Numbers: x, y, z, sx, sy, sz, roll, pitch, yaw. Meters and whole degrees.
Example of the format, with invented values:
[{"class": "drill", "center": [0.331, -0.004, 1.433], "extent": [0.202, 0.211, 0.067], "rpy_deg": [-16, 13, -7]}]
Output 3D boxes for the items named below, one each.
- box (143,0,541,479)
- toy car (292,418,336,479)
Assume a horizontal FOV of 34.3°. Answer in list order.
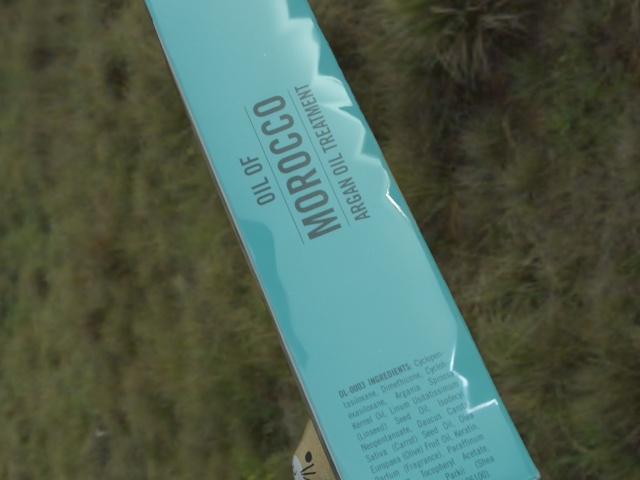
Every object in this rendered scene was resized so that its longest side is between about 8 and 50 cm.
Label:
[{"class": "box", "center": [0.000, 0.000, 0.409], "extent": [0.100, 0.060, 0.244], "rpy_deg": [81, 166, -68]}, {"class": "toy car", "center": [0.006, 0.167, 0.727], "extent": [0.155, 0.149, 0.188], "rpy_deg": [121, 138, -72]}]
